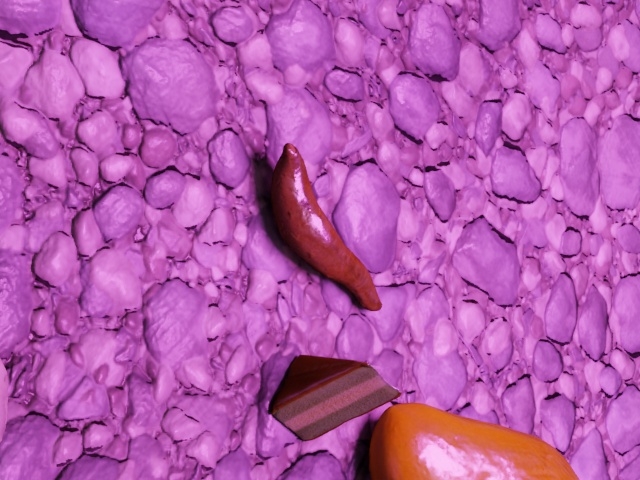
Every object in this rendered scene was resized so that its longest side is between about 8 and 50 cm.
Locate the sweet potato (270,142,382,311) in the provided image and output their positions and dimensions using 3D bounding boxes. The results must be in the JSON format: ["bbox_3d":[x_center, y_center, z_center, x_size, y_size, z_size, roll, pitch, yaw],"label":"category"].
[{"bbox_3d":[0.000,0.003,1.561,0.249,0.059,0.069,57,46,-30],"label":"sweet potato"}]

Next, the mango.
[{"bbox_3d":[0.190,0.313,1.676,0.331,0.142,0.195,20,73,-31],"label":"mango"}]

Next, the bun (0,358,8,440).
[{"bbox_3d":[-0.381,0.125,1.165,0.239,0.141,0.239,27,40,-26],"label":"bun"}]

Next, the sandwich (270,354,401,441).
[{"bbox_3d":[0.016,0.175,1.535,0.074,0.116,0.074,43,64,-31],"label":"sandwich"}]
